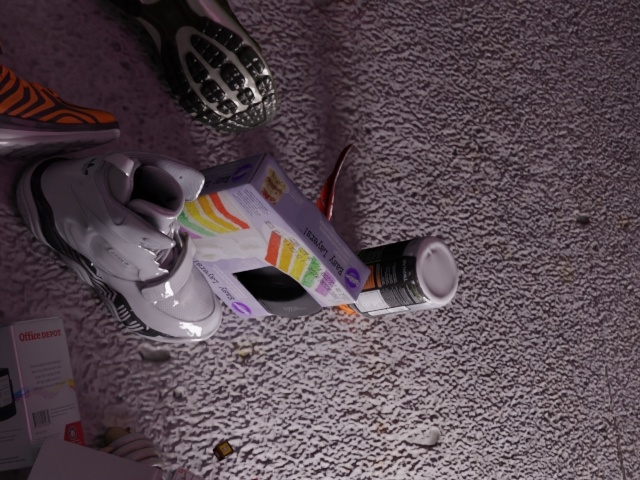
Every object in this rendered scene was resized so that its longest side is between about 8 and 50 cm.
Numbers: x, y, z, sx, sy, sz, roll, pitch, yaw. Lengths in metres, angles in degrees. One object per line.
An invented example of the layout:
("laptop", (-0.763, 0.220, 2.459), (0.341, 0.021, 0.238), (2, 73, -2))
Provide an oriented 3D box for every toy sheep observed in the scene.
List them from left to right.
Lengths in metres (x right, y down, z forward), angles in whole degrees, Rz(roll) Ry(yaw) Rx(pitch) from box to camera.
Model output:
("toy sheep", (-0.249, 0.305, 1.798), (0.091, 0.091, 0.132), (-8, 62, -49))

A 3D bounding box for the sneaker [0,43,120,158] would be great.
("sneaker", (-0.397, -0.202, 1.735), (0.321, 0.124, 0.180), (-2, 83, -48))

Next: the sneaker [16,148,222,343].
("sneaker", (-0.219, 0.011, 1.813), (0.366, 0.210, 0.137), (45, 51, -31))

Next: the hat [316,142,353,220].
("hat", (0.000, 0.000, 2.079), (0.208, 0.183, 0.173), (55, 46, -23))

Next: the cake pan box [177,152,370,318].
("cake pan box", (-0.094, 0.003, 1.931), (0.267, 0.245, 0.070), (49, 52, -30))

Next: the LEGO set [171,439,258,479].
("LEGO set", (-0.138, 0.398, 1.862), (0.182, 0.060, 0.244), (29, 59, -7))

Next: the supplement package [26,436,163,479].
("supplement package", (-0.280, 0.374, 1.624), (0.203, 0.149, 0.194), (86, 22, -60))

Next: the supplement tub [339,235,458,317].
("supplement tub", (0.117, 0.062, 2.188), (0.117, 0.190, 0.117), (13, 72, -45))

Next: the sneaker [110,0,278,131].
("sneaker", (-0.181, -0.347, 2.015), (0.410, 0.158, 0.182), (56, 28, -29))

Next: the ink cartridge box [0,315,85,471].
("ink cartridge box", (-0.365, 0.188, 1.683), (0.127, 0.072, 0.175), (-2, 80, -70))

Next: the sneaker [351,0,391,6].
("sneaker", (0.031, -0.483, 2.307), (0.299, 0.121, 0.112), (4, 48, -47))
